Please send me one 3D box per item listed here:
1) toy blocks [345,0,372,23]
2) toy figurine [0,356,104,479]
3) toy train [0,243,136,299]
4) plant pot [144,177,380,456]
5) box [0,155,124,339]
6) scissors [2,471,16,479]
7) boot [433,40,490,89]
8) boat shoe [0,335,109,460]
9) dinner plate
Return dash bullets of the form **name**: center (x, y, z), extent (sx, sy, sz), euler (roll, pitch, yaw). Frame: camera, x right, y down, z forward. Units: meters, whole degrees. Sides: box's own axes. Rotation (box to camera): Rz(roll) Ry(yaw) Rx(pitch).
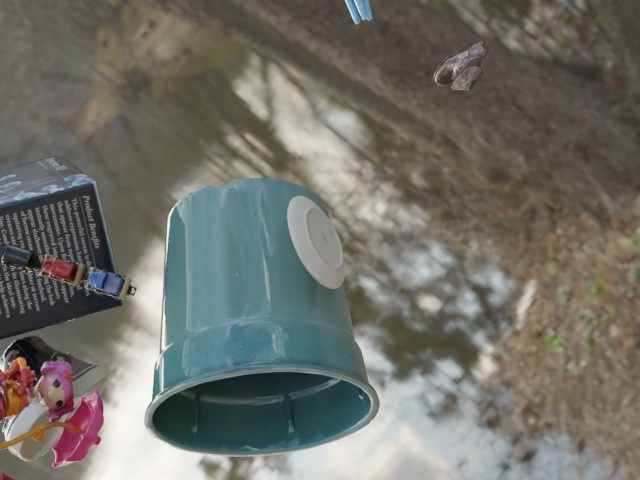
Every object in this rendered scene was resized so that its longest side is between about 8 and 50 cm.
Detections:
- **toy blocks**: center (0.043, -0.360, 1.815), extent (0.054, 0.148, 0.123), euler (-18, -1, 14)
- **toy figurine**: center (-0.294, 0.170, 1.344), extent (0.159, 0.173, 0.130), euler (-10, 3, -34)
- **toy train**: center (-0.265, 0.031, 1.406), extent (0.036, 0.158, 0.027), euler (55, -129, -72)
- **plant pot**: center (-0.099, 0.108, 2.026), extent (0.341, 0.341, 0.334), euler (-39, 48, 46)
- **box**: center (-0.550, 0.027, 2.155), extent (0.395, 0.212, 0.293), euler (-15, 16, -18)
- **scissors**: center (-0.500, 0.425, 2.236), extent (0.021, 0.297, 0.109), euler (-2, 59, 41)
- **boot**: center (0.202, -0.240, 1.989), extent (0.106, 0.037, 0.114), euler (-38, 18, 30)
- **boat shoe**: center (-0.470, 0.246, 2.178), extent (0.127, 0.158, 0.340), euler (-62, -6, 7)
- **dinner plate**: center (0.000, 0.000, 1.894), extent (0.017, 0.141, 0.141), euler (-24, 23, 24)
